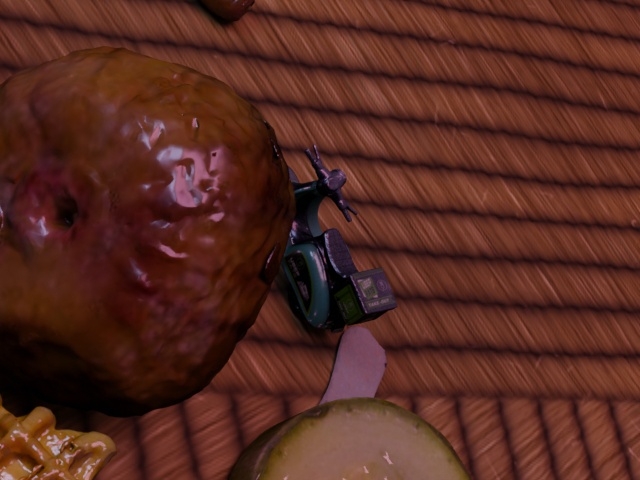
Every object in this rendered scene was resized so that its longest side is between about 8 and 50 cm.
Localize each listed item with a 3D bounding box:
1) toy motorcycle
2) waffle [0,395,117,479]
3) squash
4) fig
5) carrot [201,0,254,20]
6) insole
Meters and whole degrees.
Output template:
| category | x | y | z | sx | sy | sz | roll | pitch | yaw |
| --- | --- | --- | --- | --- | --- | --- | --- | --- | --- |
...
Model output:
| category | x | y | z | sx | sy | sz | roll | pitch | yaw |
| --- | --- | --- | --- | --- | --- | --- | --- | --- | --- |
| toy motorcycle | 0.000 | 0.000 | 1.665 | 0.058 | 0.100 | 0.173 | -10 | 72 | -40 |
| waffle | -0.272 | 0.228 | 1.302 | 0.309 | 0.065 | 0.283 | 4 | 53 | -12 |
| squash | 0.036 | 0.256 | 1.571 | 0.252 | 0.049 | 0.252 | 17 | 58 | -30 |
| fig | -0.121 | -0.010 | 1.499 | 0.368 | 0.286 | 0.286 | -2 | 64 | -64 |
| carrot | -0.139 | -0.281 | 1.768 | 0.191 | 0.047 | 0.047 | 42 | 46 | -4 |
| insole | 0.020 | 0.156 | 1.652 | 0.065 | 0.004 | 0.197 | 31 | 50 | -19 |
